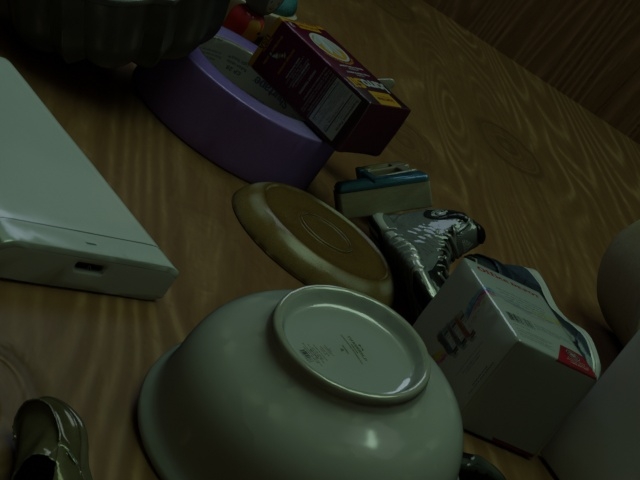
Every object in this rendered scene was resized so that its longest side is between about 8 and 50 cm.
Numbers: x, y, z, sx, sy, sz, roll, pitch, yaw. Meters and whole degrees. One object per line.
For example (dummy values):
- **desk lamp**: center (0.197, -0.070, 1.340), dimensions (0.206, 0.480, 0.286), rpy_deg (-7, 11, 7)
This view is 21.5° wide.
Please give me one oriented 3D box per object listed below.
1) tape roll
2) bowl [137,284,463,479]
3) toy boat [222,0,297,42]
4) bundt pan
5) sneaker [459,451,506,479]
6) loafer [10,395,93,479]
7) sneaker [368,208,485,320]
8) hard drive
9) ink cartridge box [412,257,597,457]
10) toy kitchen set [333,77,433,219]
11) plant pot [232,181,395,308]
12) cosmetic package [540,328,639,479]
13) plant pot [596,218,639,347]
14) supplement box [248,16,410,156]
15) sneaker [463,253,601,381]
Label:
- **tape roll**: center (-0.105, -0.179, 2.195), dimensions (0.275, 0.090, 0.275), rpy_deg (33, 18, -12)
- **bowl**: center (0.005, 0.132, 1.434), dimensions (0.297, 0.134, 0.298), rpy_deg (17, 32, -11)
- **toy boat**: center (-0.126, -0.393, 2.585), dimensions (0.267, 0.148, 0.318), rpy_deg (27, 20, -26)
- **bundt pan**: center (-0.259, -0.316, 2.060), dimensions (0.330, 0.124, 0.331), rpy_deg (7, 35, -5)
- **sneaker**: center (0.081, 0.196, 1.615), dimensions (0.227, 0.087, 0.130), rpy_deg (19, 30, -29)
- **loafer**: center (-0.200, 0.164, 1.235), dimensions (0.050, 0.056, 0.148), rpy_deg (29, 18, -39)
- **sneaker**: center (0.154, 0.020, 2.089), dimensions (0.132, 0.086, 0.229), rpy_deg (-16, 38, -12)
- **hard drive**: center (-0.314, -0.082, 1.649), dimensions (0.233, 0.047, 0.353), rpy_deg (12, 30, -52)
- **ink cartridge box**: center (0.203, 0.131, 1.926), dimensions (0.128, 0.127, 0.176), rpy_deg (25, 22, -29)
- **toy kitchen set**: center (0.061, -0.129, 2.253), dimensions (0.122, 0.166, 0.207), rpy_deg (-9, 10, -7)
- **plant pot**: center (0.000, 0.000, 2.038), dimensions (0.236, 0.032, 0.236), rpy_deg (32, 19, -12)
- **cosmetic package**: center (0.504, 0.268, 1.979), dimensions (0.453, 0.230, 0.161), rpy_deg (23, 22, -38)
- **plant pot**: center (0.545, 0.096, 2.398), dimensions (0.334, 0.334, 0.305), rpy_deg (30, 9, -18)
- **supplement box**: center (0.011, -0.198, 2.176), dimensions (0.188, 0.081, 0.104), rpy_deg (45, 22, 26)
- **sneaker**: center (0.248, 0.104, 2.142), dimensions (0.163, 0.086, 0.226), rpy_deg (18, 27, -40)
